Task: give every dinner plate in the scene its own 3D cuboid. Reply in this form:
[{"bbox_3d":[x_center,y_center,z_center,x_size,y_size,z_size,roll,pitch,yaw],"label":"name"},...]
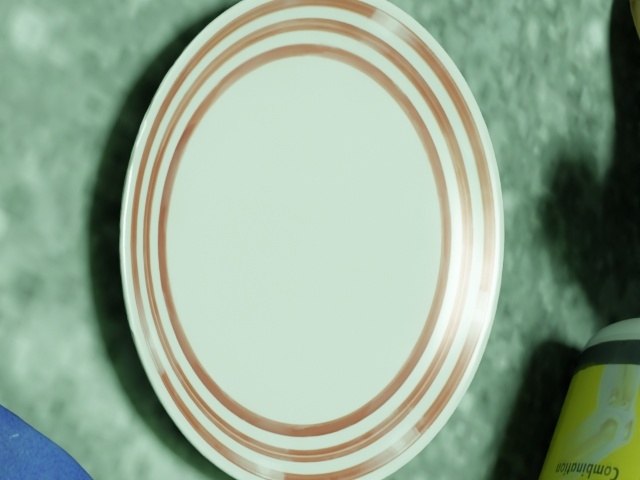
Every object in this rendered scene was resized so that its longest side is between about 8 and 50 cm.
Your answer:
[{"bbox_3d":[0.000,0.000,0.393,0.141,0.017,0.141,0,89,-43],"label":"dinner plate"}]

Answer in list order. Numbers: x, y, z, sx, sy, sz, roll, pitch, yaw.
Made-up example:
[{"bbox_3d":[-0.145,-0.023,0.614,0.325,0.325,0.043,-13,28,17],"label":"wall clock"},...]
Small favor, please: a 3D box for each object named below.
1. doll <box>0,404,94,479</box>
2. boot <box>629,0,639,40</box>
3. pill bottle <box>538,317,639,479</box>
[{"bbox_3d":[-0.106,0.051,0.276,0.189,0.046,0.129,48,59,-33],"label":"doll"},{"bbox_3d":[0.165,-0.034,0.519,0.152,0.073,0.197,52,48,-43],"label":"boot"},{"bbox_3d":[0.105,0.124,0.433,0.103,0.103,0.184,36,66,-37],"label":"pill bottle"}]
